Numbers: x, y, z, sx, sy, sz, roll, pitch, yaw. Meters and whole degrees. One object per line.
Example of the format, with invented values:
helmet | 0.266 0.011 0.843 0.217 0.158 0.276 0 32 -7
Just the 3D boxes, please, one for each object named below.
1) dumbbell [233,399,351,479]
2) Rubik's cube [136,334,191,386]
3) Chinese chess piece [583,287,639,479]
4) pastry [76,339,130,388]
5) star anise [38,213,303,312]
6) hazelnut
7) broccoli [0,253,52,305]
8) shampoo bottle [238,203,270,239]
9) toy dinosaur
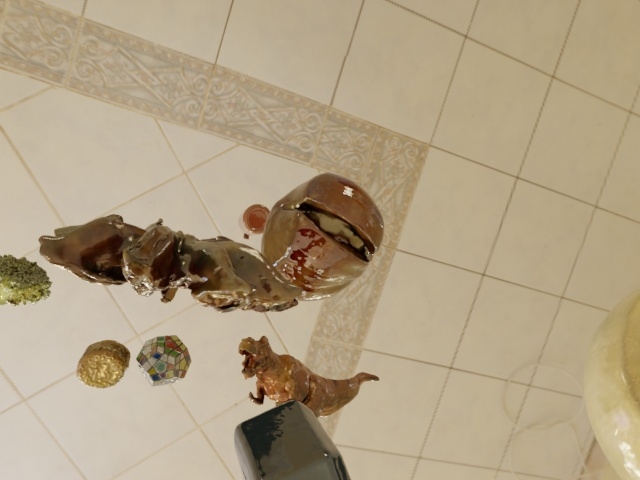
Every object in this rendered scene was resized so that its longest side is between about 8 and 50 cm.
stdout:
dumbbell | -0.122 0.251 0.384 0.316 0.156 0.144 -19 112 -16
Rubik's cube | -0.326 0.250 1.047 0.111 0.111 0.093 -46 126 -3
Chinese chess piece | 0.491 0.193 0.581 0.338 0.338 0.141 -19 142 -11
pastry | -0.458 0.262 1.061 0.109 0.057 0.097 -17 112 -5
star anise | -0.158 0.026 0.551 0.288 0.288 0.088 15 93 -17
hazelnut | 0.000 0.000 0.948 0.217 0.217 0.251 36 92 -18
broccoli | -0.449 0.062 0.715 0.095 0.097 0.092 38 108 7
shampoo bottle | -0.195 -0.052 1.446 0.085 0.244 0.085 1 86 -14
toy dinosaur | -0.028 0.296 0.882 0.432 0.097 0.208 40 55 -50
